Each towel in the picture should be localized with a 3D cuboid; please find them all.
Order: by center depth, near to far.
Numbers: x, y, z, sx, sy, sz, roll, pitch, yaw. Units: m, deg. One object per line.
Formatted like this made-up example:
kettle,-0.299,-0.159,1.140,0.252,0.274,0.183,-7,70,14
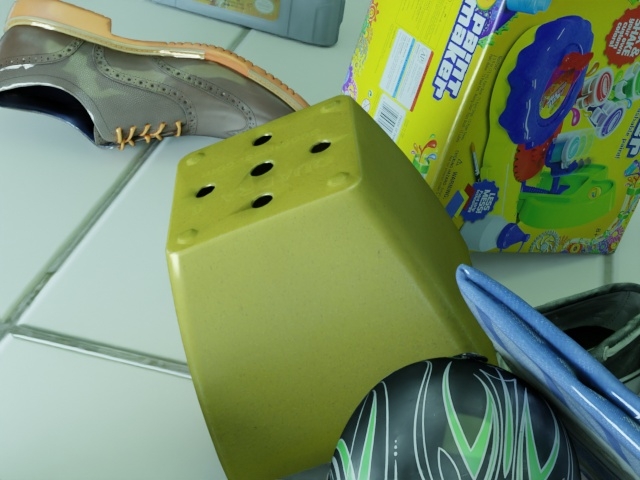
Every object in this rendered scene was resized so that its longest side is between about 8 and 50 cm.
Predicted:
towel,0.199,0.141,0.722,0.034,0.285,0.209,-42,44,-4

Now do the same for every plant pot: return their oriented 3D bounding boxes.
plant pot,-0.006,0.020,0.844,0.212,0.187,0.212,-20,30,10

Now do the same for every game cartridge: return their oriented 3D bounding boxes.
game cartridge,-0.103,-0.394,1.545,0.297,0.198,0.062,17,34,16

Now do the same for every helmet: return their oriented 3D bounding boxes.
helmet,0.081,0.159,0.698,0.169,0.169,0.161,3,12,-6

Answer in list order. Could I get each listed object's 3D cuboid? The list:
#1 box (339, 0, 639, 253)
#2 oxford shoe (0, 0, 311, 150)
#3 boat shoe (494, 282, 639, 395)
box,0.191,-0.155,1.089,0.279,0.290,0.177,0,30,-35
oxford shoe,-0.183,-0.144,1.242,0.363,0.130,0.133,16,65,1
boat shoe,0.149,0.102,0.894,0.306,0.105,0.113,-11,36,-27
